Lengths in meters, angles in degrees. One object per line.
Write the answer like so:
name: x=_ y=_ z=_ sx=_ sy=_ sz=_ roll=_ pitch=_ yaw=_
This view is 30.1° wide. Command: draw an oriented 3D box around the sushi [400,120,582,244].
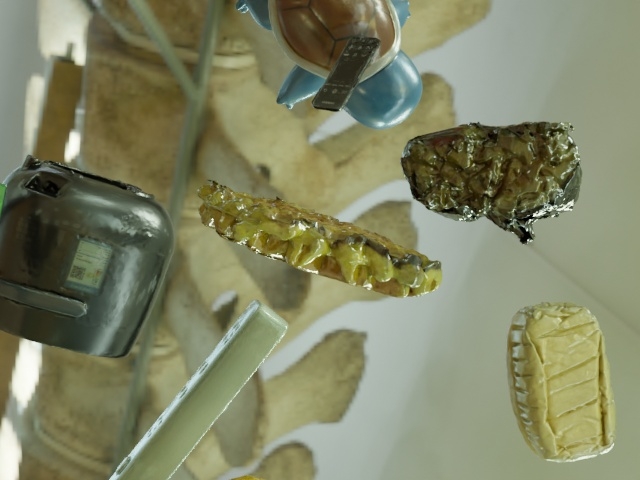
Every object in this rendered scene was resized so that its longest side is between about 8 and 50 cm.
sushi: x=0.205 y=-0.071 z=1.435 sx=0.212 sy=0.115 sz=0.147 roll=3 pitch=-87 yaw=15

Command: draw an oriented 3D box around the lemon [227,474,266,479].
lemon: x=-0.106 y=0.368 z=1.517 sx=0.155 sy=0.114 sz=0.114 roll=-46 pitch=-131 yaw=14

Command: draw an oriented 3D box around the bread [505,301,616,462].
bread: x=0.344 y=0.202 z=1.722 sx=0.106 sy=0.140 sz=0.236 roll=-168 pitch=-111 yaw=-78

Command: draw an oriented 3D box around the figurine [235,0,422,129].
figurine: x=0.028 y=-0.387 z=2.020 sx=0.243 sy=0.298 sz=0.416 roll=24 pitch=-30 yaw=52

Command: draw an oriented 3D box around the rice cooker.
rice cooker: x=-0.328 y=0.019 z=1.573 sx=0.267 sy=0.267 sz=0.225 roll=24 pitch=-83 yaw=53

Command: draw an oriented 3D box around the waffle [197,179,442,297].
waffle: x=-0.001 y=0.000 z=1.308 sx=0.301 sy=0.281 sz=0.058 roll=-10 pitch=120 yaw=-82

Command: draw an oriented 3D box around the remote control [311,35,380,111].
remote control: x=0.027 y=-0.165 z=1.186 sx=0.039 sy=0.014 sz=0.096 roll=11 pitch=-119 yaw=34

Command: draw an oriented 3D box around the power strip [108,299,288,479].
power strip: x=-0.187 y=0.249 z=1.677 sx=0.385 sy=0.062 sz=0.091 roll=-51 pitch=-171 yaw=-3

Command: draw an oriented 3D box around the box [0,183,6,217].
box: x=-0.474 y=-0.031 z=1.321 sx=0.034 sy=0.235 sz=0.132 roll=-16 pitch=-119 yaw=53
